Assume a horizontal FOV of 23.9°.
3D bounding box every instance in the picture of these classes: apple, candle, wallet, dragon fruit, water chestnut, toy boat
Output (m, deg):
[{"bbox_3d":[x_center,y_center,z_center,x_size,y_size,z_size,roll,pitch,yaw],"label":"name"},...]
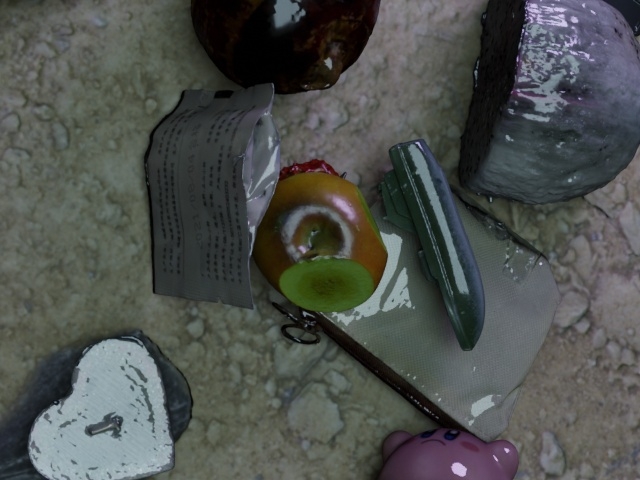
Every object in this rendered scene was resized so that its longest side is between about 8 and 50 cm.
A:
[{"bbox_3d":[-0.006,0.002,1.740,0.146,0.147,0.163,-22,75,2],"label":"apple"},{"bbox_3d":[-0.240,0.215,1.769,0.168,0.068,0.192,38,82,-7],"label":"candle"},{"bbox_3d":[0.140,0.081,1.870,0.335,0.068,0.275,37,83,-15],"label":"wallet"},{"bbox_3d":[0.302,-0.178,1.841,0.221,0.204,0.283,14,87,-14],"label":"dragon fruit"},{"bbox_3d":[-0.044,-0.280,1.759,0.224,0.238,0.223,-24,136,-26],"label":"water chestnut"},{"bbox_3d":[0.133,0.009,1.792,0.085,0.078,0.260,-20,93,11],"label":"toy boat"}]

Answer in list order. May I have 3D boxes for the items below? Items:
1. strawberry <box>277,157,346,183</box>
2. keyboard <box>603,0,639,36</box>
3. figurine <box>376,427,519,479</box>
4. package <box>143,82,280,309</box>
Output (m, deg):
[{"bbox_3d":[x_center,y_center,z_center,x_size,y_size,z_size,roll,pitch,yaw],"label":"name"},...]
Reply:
[{"bbox_3d":[-0.031,-0.040,1.838,0.152,0.048,0.104,-27,103,3],"label":"strawberry"},{"bbox_3d":[0.368,-0.345,1.950,0.381,0.041,0.103,33,82,-5],"label":"keyboard"},{"bbox_3d":[0.148,0.308,1.817,0.173,0.173,0.173,0,89,-14],"label":"figurine"},{"bbox_3d":[-0.132,-0.055,1.735,0.062,0.204,0.250,8,88,-37],"label":"package"}]
